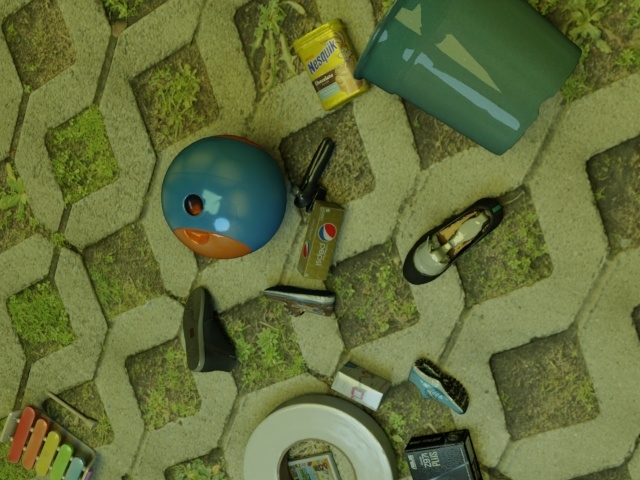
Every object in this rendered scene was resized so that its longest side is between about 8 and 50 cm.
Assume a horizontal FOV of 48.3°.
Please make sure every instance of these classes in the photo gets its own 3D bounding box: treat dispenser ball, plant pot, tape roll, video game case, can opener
[{"bbox_3d":[-0.221,-0.100,1.648,0.288,0.288,0.288,4,101,20],"label":"treat dispenser ball"},{"bbox_3d":[0.297,-0.362,1.399,0.334,0.341,0.341,37,110,3],"label":"plant pot"},{"bbox_3d":[-0.003,0.580,1.779,0.391,0.072,0.392,3,99,16],"label":"tape roll"},{"bbox_3d":[-0.029,0.675,1.860,0.206,0.026,0.227,-18,92,23],"label":"video game case"},{"bbox_3d":[-0.014,-0.157,1.692,0.059,0.073,0.186,38,113,52],"label":"can opener"}]

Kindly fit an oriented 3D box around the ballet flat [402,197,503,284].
[{"bbox_3d":[0.280,0.004,1.581,0.280,0.096,0.095,-44,84,22],"label":"ballet flat"}]

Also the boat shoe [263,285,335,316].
[{"bbox_3d":[-0.055,0.153,1.751,0.183,0.066,0.066,7,103,19],"label":"boat shoe"}]

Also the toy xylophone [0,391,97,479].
[{"bbox_3d":[-0.784,0.590,2.098,0.322,0.081,0.236,22,106,15],"label":"toy xylophone"}]

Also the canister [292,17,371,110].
[{"bbox_3d":[0.028,-0.394,1.616,0.126,0.073,0.170,-24,92,23],"label":"canister"}]

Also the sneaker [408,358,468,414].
[{"bbox_3d":[0.275,0.350,1.676,0.162,0.063,0.073,40,128,14],"label":"sneaker"}]

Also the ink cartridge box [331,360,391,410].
[{"bbox_3d":[0.100,0.349,1.716,0.122,0.088,0.052,26,105,14],"label":"ink cartridge box"}]

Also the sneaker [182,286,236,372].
[{"bbox_3d":[-0.287,0.236,1.857,0.083,0.118,0.222,-23,62,41],"label":"sneaker"}]

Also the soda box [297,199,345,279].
[{"bbox_3d":[0.000,0.000,1.694,0.061,0.058,0.181,8,108,-23],"label":"soda box"}]

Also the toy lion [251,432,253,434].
[{"bbox_3d":[-0.139,0.515,1.871,0.100,0.034,0.096,-8,90,22],"label":"toy lion"}]

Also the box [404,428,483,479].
[{"bbox_3d":[0.297,0.552,1.685,0.147,0.077,0.180,-15,94,23],"label":"box"}]
